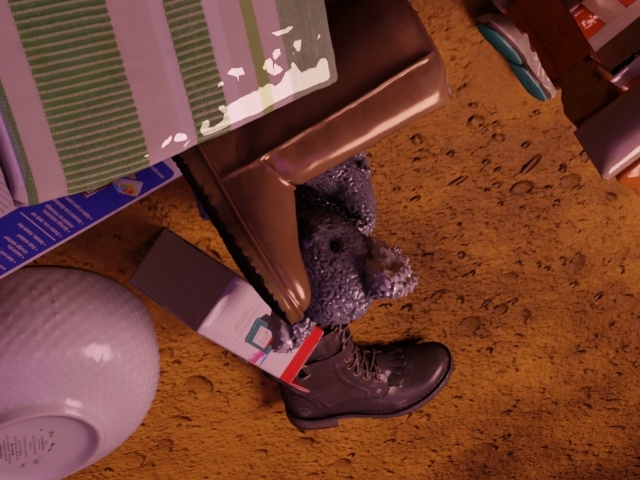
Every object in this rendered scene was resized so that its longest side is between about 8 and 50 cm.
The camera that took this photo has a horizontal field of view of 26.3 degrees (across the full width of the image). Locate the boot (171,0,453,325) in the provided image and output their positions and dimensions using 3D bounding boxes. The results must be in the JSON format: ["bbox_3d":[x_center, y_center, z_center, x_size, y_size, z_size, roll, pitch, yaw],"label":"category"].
[{"bbox_3d":[0.016,-0.082,1.324,0.269,0.089,0.236,-32,103,-9],"label":"boot"}]

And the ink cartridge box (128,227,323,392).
[{"bbox_3d":[-0.093,0.085,1.573,0.078,0.134,0.231,-56,140,-2],"label":"ink cartridge box"}]

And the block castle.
[{"bbox_3d":[0.394,-0.164,1.365,0.213,0.303,0.453,-40,141,23],"label":"block castle"}]

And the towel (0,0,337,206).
[{"bbox_3d":[-0.145,-0.184,1.164,0.325,0.038,0.248,-27,126,-21],"label":"towel"}]

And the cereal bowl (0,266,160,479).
[{"bbox_3d":[-0.343,0.188,1.592,0.339,0.141,0.339,-14,145,-10],"label":"cereal bowl"}]

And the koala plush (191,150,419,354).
[{"bbox_3d":[0.000,0.000,1.447,0.196,0.221,0.203,-27,144,7],"label":"koala plush"}]

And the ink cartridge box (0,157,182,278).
[{"bbox_3d":[-0.285,-0.067,1.354,0.371,0.069,0.176,-31,144,9],"label":"ink cartridge box"}]

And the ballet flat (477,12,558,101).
[{"bbox_3d":[0.214,-0.206,1.446,0.052,0.057,0.168,-53,144,-1],"label":"ballet flat"}]

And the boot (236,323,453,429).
[{"bbox_3d":[0.037,0.152,1.775,0.263,0.091,0.229,-19,145,0],"label":"boot"}]
